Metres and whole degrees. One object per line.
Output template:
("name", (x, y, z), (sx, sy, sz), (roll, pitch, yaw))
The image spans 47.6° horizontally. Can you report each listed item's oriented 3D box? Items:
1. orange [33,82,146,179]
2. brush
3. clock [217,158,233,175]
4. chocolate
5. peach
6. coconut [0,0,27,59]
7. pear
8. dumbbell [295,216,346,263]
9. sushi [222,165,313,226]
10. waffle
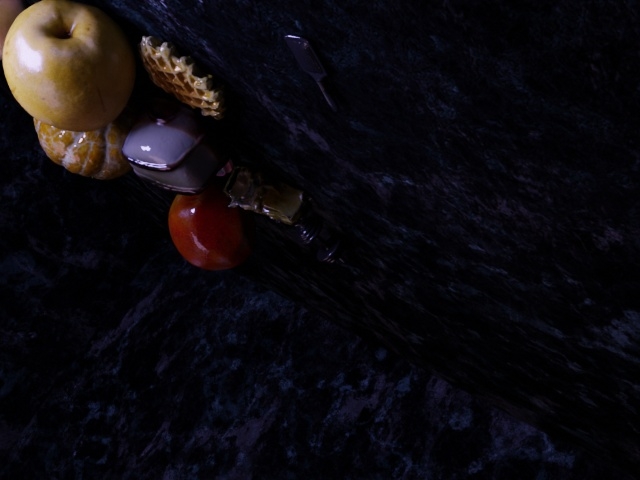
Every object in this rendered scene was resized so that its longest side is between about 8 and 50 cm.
("orange", (-0.612, -0.322, 1.978), (0.329, 0.329, 0.249), (38, 144, -17))
("brush", (-0.006, -0.296, 1.303), (0.063, 0.016, 0.193), (24, 163, 38))
("clock", (-0.356, -0.275, 2.112), (0.244, 0.056, 0.244), (29, 165, 9))
("chocolate", (-0.385, -0.226, 1.857), (0.283, 0.186, 0.283), (31, 166, 9))
("peach", (-0.361, -0.056, 2.411), (0.307, 0.308, 0.332), (28, 161, 23))
("coconut", (-0.856, -0.562, 1.711), (0.352, 0.353, 0.352), (32, 167, 9))
("pear", (-0.584, -0.406, 1.695), (0.314, 0.314, 0.314), (32, 167, 9))
("dumbbell", (0.000, 0.000, 2.152), (0.208, 0.099, 0.099), (41, 165, -23))
("sushi", (-0.161, -0.117, 2.050), (0.291, 0.139, 0.131), (25, 172, 26))
("waffle", (-0.330, -0.377, 1.706), (0.250, 0.056, 0.261), (35, 169, -4))
